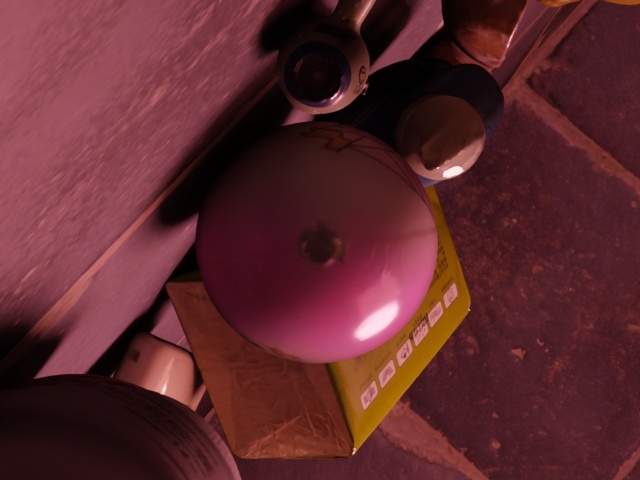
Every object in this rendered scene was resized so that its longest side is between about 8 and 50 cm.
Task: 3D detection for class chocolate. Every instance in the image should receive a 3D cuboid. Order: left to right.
[{"bbox_3d":[0.147,-0.233,1.323,0.261,0.083,0.161,17,94,-88],"label":"chocolate"}]

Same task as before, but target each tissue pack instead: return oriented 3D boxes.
[{"bbox_3d":[0.007,0.059,1.510,0.167,0.200,0.274,-5,-155,33],"label":"tissue pack"}]

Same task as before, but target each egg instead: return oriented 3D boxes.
[{"bbox_3d":[0.000,0.000,1.213,0.196,0.196,0.271,-49,174,11],"label":"egg"}]

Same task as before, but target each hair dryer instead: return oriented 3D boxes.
[{"bbox_3d":[0.029,-0.177,1.045,0.199,0.067,0.167,-63,-175,1],"label":"hair dryer"}]

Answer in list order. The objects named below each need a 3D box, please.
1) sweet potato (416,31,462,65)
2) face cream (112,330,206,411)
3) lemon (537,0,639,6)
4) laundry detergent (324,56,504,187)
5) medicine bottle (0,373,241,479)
[{"bbox_3d":[0.174,-0.228,1.798,0.273,0.075,0.075,-49,177,-42],"label":"sweet potato"},{"bbox_3d":[-0.214,0.261,1.488,0.349,0.081,0.173,-65,169,-6],"label":"face cream"},{"bbox_3d":[0.225,-0.278,1.090,0.248,0.184,0.184,-61,171,27],"label":"lemon"},{"bbox_3d":[0.089,-0.100,1.360,0.143,0.094,0.290,-32,-167,-3],"label":"laundry detergent"},{"bbox_3d":[-0.172,0.215,1.064,0.245,0.245,0.306,-49,176,3],"label":"medicine bottle"}]
